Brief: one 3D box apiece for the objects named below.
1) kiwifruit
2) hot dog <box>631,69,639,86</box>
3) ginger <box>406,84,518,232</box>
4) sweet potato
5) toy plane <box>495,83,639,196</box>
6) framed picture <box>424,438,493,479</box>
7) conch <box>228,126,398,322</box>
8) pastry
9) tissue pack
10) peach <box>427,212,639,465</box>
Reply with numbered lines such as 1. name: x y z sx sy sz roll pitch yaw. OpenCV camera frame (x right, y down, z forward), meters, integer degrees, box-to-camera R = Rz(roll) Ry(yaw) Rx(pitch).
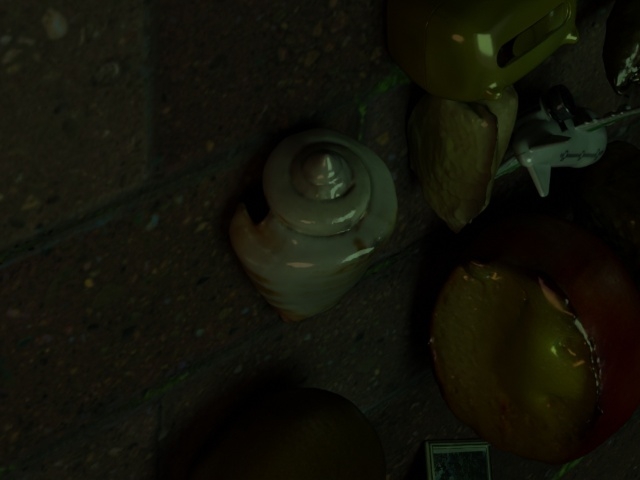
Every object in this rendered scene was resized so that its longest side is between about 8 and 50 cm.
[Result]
1. kiwifruit: -0.034 0.262 1.408 0.234 0.196 0.196 -39 145 -31
2. hot dog: 0.489 -0.232 1.697 0.269 0.072 0.109 -23 135 -40
3. ginger: 0.154 -0.106 1.378 0.122 0.115 0.193 -47 159 -35
4. sweet potato: 0.454 -0.314 1.525 0.422 0.130 0.131 -35 143 -24
5. toy plane: 0.267 -0.119 1.484 0.251 0.101 0.255 -25 -178 32
6. framed picture: 0.201 0.352 1.863 0.183 0.011 0.142 11 72 -54
7. conch: 0.008 0.005 1.271 0.158 0.127 0.255 -40 146 -20
8. pastry: 0.401 -0.004 1.591 0.132 0.235 0.240 -46 174 -16
9. tissue pack: 0.161 -0.215 1.256 0.178 0.127 0.123 -37 142 -24
10. peach: 0.256 0.113 1.549 0.281 0.281 0.338 -52 154 -1
